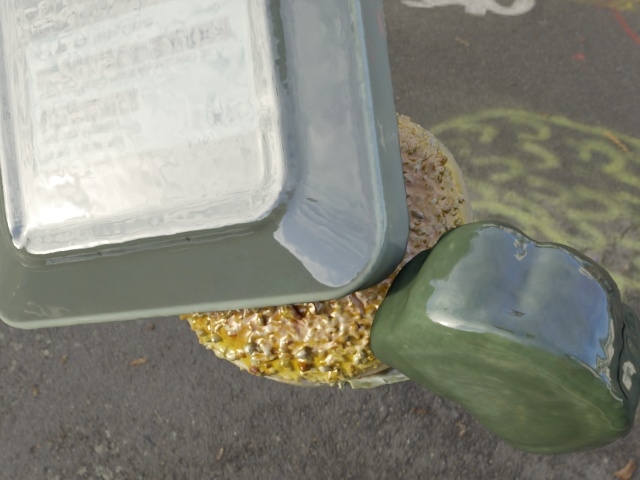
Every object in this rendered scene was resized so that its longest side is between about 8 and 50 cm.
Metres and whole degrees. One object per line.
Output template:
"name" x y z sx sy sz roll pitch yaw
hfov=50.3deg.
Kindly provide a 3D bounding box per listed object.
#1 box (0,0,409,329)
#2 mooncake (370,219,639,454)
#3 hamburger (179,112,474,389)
"box" -0.130 -0.129 0.523 0.367 0.090 0.373 -8 88 24
"mooncake" 0.124 0.070 0.458 0.168 0.175 0.104 -2 48 29
"hamburger" 0.000 0.000 0.656 0.302 0.170 0.302 -1 68 3
